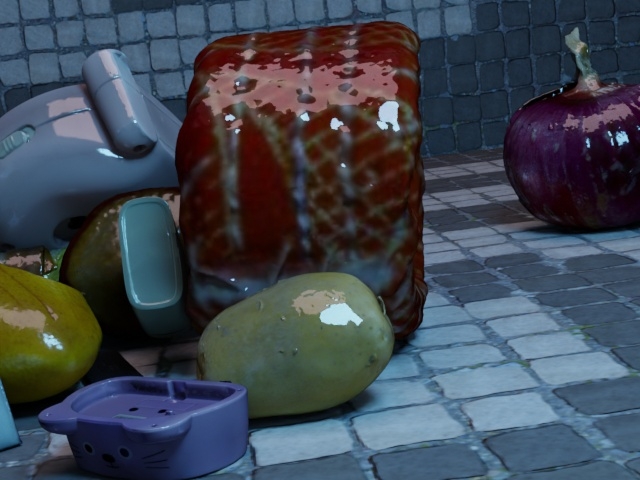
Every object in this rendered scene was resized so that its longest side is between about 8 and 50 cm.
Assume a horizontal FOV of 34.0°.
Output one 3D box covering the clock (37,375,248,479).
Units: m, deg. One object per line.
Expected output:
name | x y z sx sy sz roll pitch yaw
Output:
clock | -0.135 0.146 0.802 0.153 0.050 0.110 -1 10 32

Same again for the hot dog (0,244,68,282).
hot dog | -0.376 0.069 1.287 0.262 0.093 0.123 -13 -28 -17

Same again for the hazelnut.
hazelnut | -0.199 0.030 1.235 0.212 0.181 0.181 -19 47 -5

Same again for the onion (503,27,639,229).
onion | 0.417 -0.127 1.549 0.256 0.272 0.230 -44 20 -4

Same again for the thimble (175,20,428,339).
thimble | -0.006 -0.053 1.070 0.231 0.350 0.350 -2 10 7

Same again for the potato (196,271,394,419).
potato | -0.025 0.092 0.884 0.178 0.118 0.109 -19 -28 9

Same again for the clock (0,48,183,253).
clock | -0.316 -0.061 1.374 0.326 0.184 0.342 -27 -32 11

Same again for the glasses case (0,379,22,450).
glasses case | -0.385 0.158 0.831 0.266 0.105 0.056 -13 -15 -37

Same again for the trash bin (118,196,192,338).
trash bin | -0.165 0.030 1.055 0.059 0.116 0.130 -10 -16 -6

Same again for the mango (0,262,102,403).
mango | -0.314 0.092 1.021 0.187 0.138 0.257 9 4 -30

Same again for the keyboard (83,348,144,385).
keyboard | -0.216 0.133 1.066 0.053 0.010 0.155 -9 9 -20
